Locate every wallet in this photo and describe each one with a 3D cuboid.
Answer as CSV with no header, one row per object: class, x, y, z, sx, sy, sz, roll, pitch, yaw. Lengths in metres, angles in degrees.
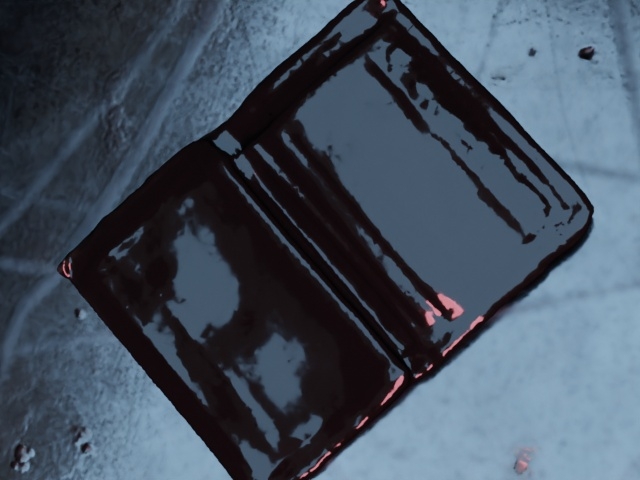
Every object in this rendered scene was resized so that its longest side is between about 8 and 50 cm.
wallet,0.000,0.000,1.285,0.323,0.041,0.247,-42,78,5
